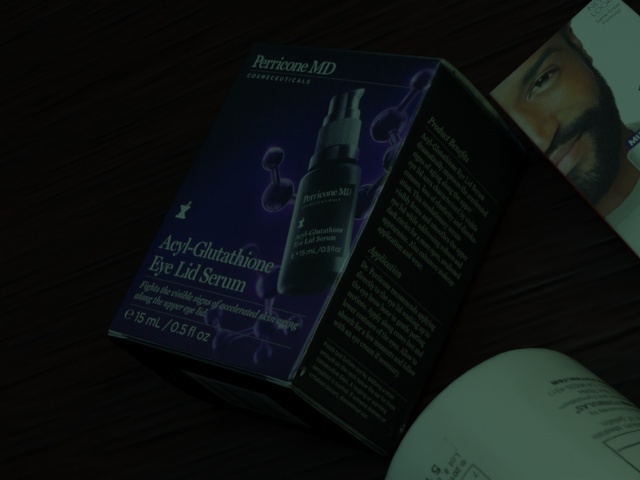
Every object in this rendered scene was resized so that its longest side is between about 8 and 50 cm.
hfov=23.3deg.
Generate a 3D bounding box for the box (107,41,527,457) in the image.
[{"bbox_3d":[0.000,0.000,0.900,0.153,0.108,0.207,10,69,41],"label":"box"}]

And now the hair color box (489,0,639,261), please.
[{"bbox_3d":[0.175,-0.054,0.841,0.093,0.053,0.167,-43,44,7],"label":"hair color box"}]

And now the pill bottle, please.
[{"bbox_3d":[0.140,0.156,0.672,0.131,0.131,0.229,-49,45,-1],"label":"pill bottle"}]
